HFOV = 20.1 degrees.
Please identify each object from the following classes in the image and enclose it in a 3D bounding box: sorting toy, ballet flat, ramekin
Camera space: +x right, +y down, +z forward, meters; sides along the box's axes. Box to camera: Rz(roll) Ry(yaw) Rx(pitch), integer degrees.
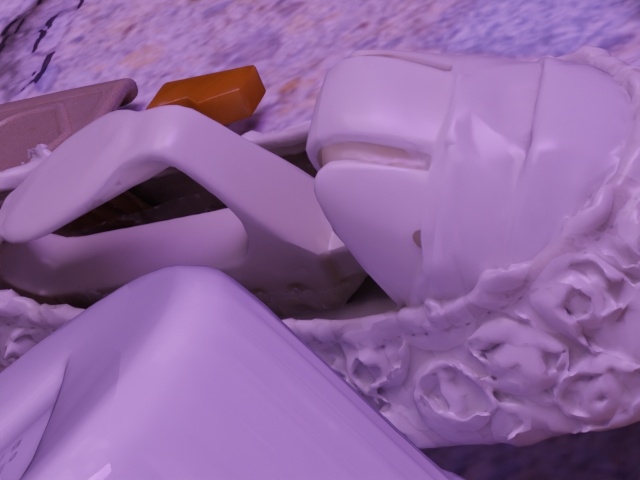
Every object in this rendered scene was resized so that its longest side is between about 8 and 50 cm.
[{"bbox_3d":[-0.188,-0.019,1.033,0.307,0.041,0.229,-9,31,26],"label":"sorting toy"},{"bbox_3d":[0.000,0.000,0.654,0.409,0.147,0.147,-11,34,37],"label":"ballet flat"},{"bbox_3d":[-0.082,0.133,0.541,0.277,0.135,0.277,-39,11,9],"label":"ramekin"}]

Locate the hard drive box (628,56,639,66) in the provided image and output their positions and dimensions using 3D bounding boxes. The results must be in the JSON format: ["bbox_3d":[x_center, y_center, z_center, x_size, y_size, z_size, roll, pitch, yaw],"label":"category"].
[{"bbox_3d":[0.220,-0.019,0.685,0.181,0.089,0.232,-34,33,-11],"label":"hard drive box"}]
